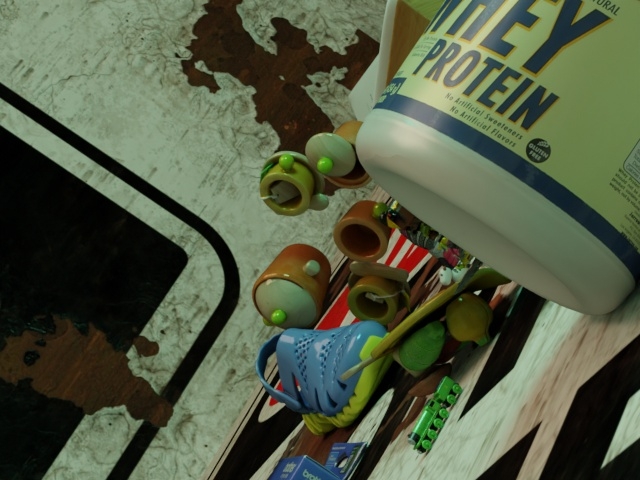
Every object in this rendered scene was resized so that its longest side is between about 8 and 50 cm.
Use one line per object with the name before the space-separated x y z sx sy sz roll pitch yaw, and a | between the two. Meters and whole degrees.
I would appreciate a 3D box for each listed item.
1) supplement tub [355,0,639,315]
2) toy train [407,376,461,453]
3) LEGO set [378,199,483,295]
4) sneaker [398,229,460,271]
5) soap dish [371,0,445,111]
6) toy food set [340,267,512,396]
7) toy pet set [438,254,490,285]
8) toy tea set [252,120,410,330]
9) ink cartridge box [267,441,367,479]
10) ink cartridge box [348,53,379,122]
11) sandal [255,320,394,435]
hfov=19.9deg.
supplement tub | 0.204 -0.135 1.354 0.325 0.235 0.235 -56 3 -5
toy train | 0.105 0.162 1.698 0.083 0.024 0.017 -57 4 -30
LEGO set | 0.224 -0.091 1.669 0.331 0.192 0.255 -52 -26 8
sneaker | 0.151 -0.046 2.336 0.121 0.112 0.299 -56 3 3
soap dish | 0.192 -0.190 1.838 0.291 0.118 0.229 -27 -36 -30
toy food set | 0.122 0.100 1.804 0.128 0.071 0.218 -29 -10 -32
toy pet set | 0.168 0.000 2.025 0.114 0.065 0.122 -58 4 -30
toy tea set | 0.000 0.000 2.319 0.124 0.200 0.336 -63 -28 -47
ink cartridge box | -0.065 0.347 2.070 0.311 0.065 0.186 -55 3 -11
ink cartridge box | 0.201 -0.219 2.267 0.223 0.129 0.307 -13 -19 -27
sandal | 0.000 0.160 2.289 0.126 0.138 0.317 -55 4 -24
